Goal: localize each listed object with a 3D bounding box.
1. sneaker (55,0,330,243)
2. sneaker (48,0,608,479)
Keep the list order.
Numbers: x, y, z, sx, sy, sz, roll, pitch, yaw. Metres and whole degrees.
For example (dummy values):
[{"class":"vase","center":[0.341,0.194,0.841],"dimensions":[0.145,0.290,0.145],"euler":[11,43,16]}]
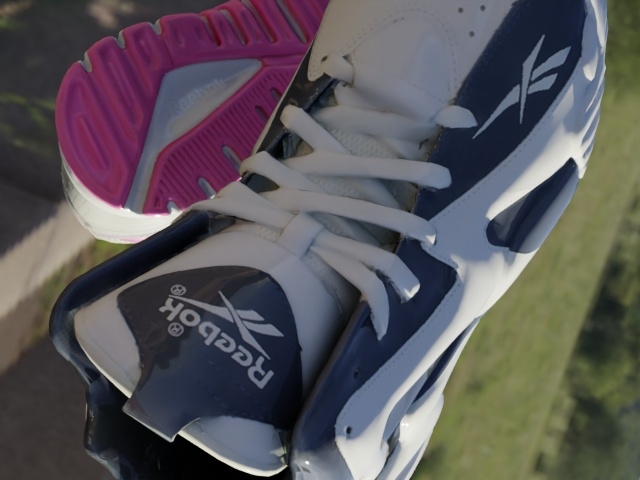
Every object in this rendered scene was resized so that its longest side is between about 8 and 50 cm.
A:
[{"class":"sneaker","center":[-0.022,-0.074,0.806],"dimensions":[0.252,0.103,0.111],"euler":[-23,174,-28]},{"class":"sneaker","center":[0.000,0.000,0.487],"dimensions":[0.235,0.094,0.153],"euler":[-63,165,22]}]
